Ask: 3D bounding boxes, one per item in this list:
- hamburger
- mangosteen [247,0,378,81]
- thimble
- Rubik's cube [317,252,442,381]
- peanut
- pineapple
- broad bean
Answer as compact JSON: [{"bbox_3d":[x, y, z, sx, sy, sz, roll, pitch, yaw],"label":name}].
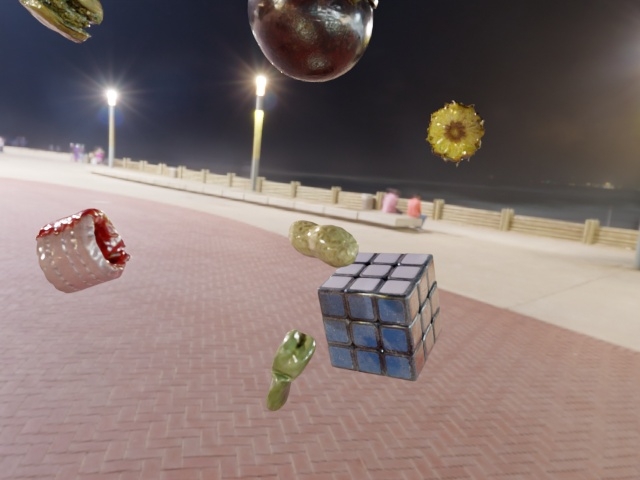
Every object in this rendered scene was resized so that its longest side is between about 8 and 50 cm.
[{"bbox_3d":[-0.570,-0.532,1.108,0.159,0.131,0.185,33,-3,-7],"label":"hamburger"},{"bbox_3d":[-0.006,-0.508,1.090,0.300,0.300,0.300,5,8,-1],"label":"mangosteen"},{"bbox_3d":[-0.511,0.021,1.055,0.125,0.163,0.189,-20,3,-3],"label":"thimble"},{"bbox_3d":[0.200,0.228,1.588,0.301,0.305,0.303,3,22,30],"label":"Rubik's cube"},{"bbox_3d":[0.000,0.000,1.452,0.256,0.124,0.123,21,17,38],"label":"peanut"},{"bbox_3d":[0.464,-0.369,1.669,0.224,0.225,0.076,10,17,32],"label":"pineapple"},{"bbox_3d":[-0.075,0.283,1.089,0.072,0.207,0.153,29,35,4],"label":"broad bean"}]
